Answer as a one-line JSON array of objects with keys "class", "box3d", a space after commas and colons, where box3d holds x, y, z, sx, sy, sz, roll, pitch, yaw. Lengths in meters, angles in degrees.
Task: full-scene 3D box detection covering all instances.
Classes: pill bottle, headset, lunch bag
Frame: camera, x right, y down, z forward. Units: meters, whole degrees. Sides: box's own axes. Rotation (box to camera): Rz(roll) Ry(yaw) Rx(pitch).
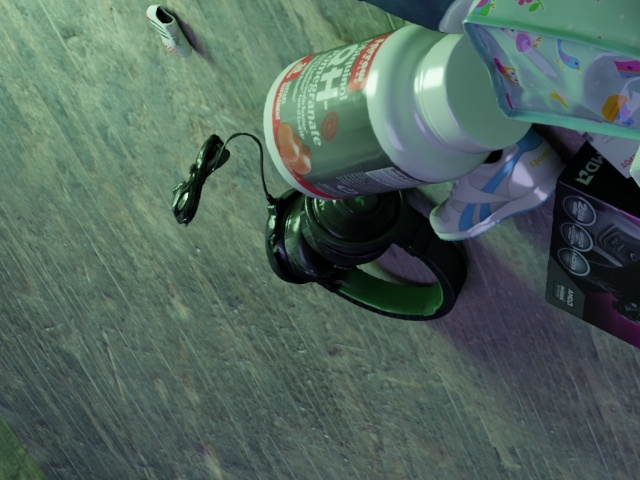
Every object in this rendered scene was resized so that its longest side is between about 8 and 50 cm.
[{"class": "pill bottle", "box3d": [0.090, -0.145, 1.921, 0.176, 0.176, 0.318, 51, 150, -20]}, {"class": "headset", "box3d": [0.000, 0.000, 2.229, 0.394, 0.185, 0.243, 35, 153, -15]}, {"class": "lunch bag", "box3d": [0.300, -0.204, 1.532, 0.262, 0.223, 0.160, 14, 148, 37]}]

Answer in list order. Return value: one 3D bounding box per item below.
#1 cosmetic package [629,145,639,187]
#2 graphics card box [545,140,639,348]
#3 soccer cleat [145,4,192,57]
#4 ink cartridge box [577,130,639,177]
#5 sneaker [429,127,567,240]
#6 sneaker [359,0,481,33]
[{"class": "cosmetic package", "box3d": [0.449, -0.049, 1.604, 0.224, 0.138, 0.224, -19, 118, 41]}, {"class": "graphics card box", "box3d": [0.428, 0.052, 1.880, 0.371, 0.094, 0.233, 29, 150, 22]}, {"class": "soccer cleat", "box3d": [-0.195, -0.272, 2.243, 0.083, 0.029, 0.035, 53, 154, -13]}, {"class": "ink cartridge box", "box3d": [0.305, -0.149, 1.773, 0.150, 0.063, 0.109, 42, 152, -4]}, {"class": "sneaker", "box3d": [0.197, -0.069, 2.009, 0.092, 0.087, 0.228, 51, 144, -6]}, {"class": "sneaker", "box3d": [0.124, -0.340, 1.679, 0.236, 0.130, 0.323, 18, 141, 18]}]
